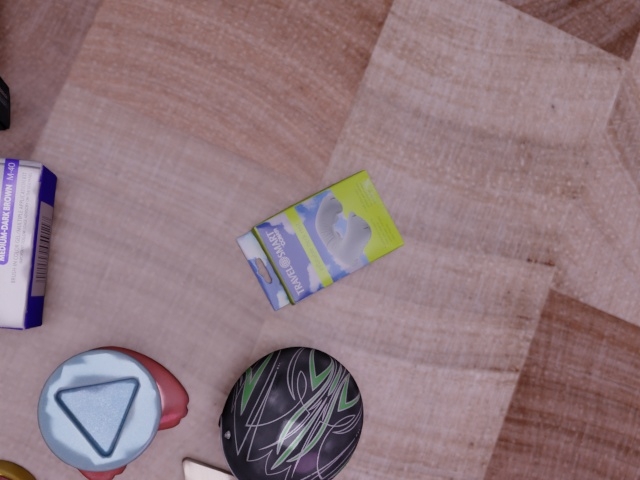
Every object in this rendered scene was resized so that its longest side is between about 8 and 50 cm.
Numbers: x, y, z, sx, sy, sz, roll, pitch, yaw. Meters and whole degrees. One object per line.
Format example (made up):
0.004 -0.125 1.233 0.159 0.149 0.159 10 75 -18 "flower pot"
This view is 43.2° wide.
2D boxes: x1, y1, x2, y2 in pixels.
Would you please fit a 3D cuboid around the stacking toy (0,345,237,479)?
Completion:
-0.246 0.288 0.881 0.279 0.130 0.309 41 80 -4 "stacking toy"

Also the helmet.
-0.032 0.203 0.908 0.169 0.161 0.169 1 85 -9 "helmet"

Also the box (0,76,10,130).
-0.467 -0.162 0.855 0.232 0.183 0.059 -1 85 -11 "box"

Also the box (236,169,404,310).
0.000 0.000 0.992 0.178 0.042 0.109 -28 90 -12 "box"

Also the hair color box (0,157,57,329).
-0.476 -0.007 0.880 0.339 0.110 0.185 5 85 -8 "hair color box"
